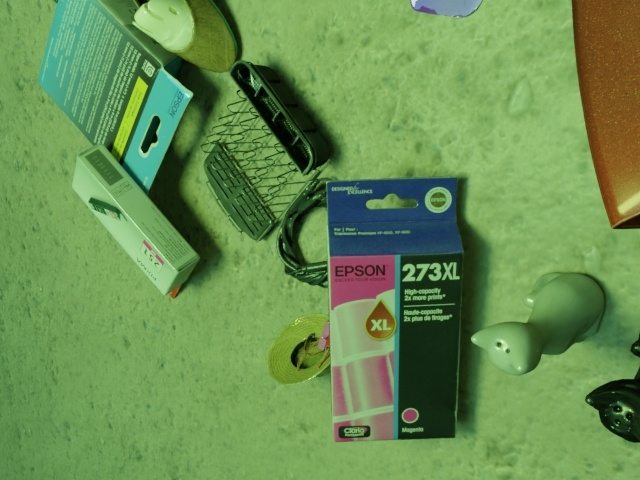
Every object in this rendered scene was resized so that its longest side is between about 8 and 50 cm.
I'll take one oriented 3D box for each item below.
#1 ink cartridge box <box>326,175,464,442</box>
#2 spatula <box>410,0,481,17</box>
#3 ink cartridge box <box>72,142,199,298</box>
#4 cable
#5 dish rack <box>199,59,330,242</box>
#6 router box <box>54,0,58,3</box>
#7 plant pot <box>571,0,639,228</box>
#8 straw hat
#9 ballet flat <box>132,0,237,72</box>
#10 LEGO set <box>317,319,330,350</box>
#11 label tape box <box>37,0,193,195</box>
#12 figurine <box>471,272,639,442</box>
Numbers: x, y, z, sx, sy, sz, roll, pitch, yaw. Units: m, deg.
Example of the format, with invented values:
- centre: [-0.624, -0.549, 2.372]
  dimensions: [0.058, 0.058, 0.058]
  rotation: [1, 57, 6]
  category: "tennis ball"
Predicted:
- centre: [0.099, 0.101, 0.965]
  dimensions: [0.176, 0.069, 0.370]
  rotation: [-2, 107, 0]
  category: "ink cartridge box"
- centre: [0.080, -0.352, 0.941]
  dimensions: [0.296, 0.030, 0.084]
  rotation: [21, 119, 35]
  category: "spatula"
- centre: [-0.358, -0.014, 1.332]
  dimensions: [0.275, 0.060, 0.239]
  rotation: [49, 147, 4]
  category: "ink cartridge box"
- centre: [0.000, 0.000, 1.117]
  dimensions: [0.150, 0.047, 0.184]
  rotation: [51, 128, 12]
  category: "cable"
- centre: [-0.110, -0.129, 1.149]
  dimensions: [0.208, 0.074, 0.271]
  rotation: [55, 131, 15]
  category: "dish rack"
- centre: [-0.540, -0.559, 1.355]
  dimensions: [0.179, 0.046, 0.133]
  rotation: [39, 135, -20]
  category: "router box"
- centre: [0.370, -0.172, 0.601]
  dimensions: [0.267, 0.267, 0.235]
  rotation: [-34, 67, 42]
  category: "plant pot"
- centre: [-0.012, 0.191, 1.162]
  dimensions: [0.145, 0.144, 0.061]
  rotation: [-1, 142, 42]
  category: "straw hat"
- centre: [-0.270, -0.402, 1.127]
  dimensions: [0.116, 0.124, 0.342]
  rotation: [-30, 95, 36]
  category: "ballet flat"
- centre: [0.089, 0.074, 1.030]
  dimensions: [0.093, 0.087, 0.227]
  rotation: [31, 115, 28]
  category: "LEGO set"
- centre: [-0.350, -0.284, 1.290]
  dimensions: [0.348, 0.115, 0.249]
  rotation: [45, 128, 15]
  category: "label tape box"
- centre: [0.293, 0.124, 0.773]
  dimensions: [0.215, 0.209, 0.092]
  rotation: [27, 119, 34]
  category: "figurine"
